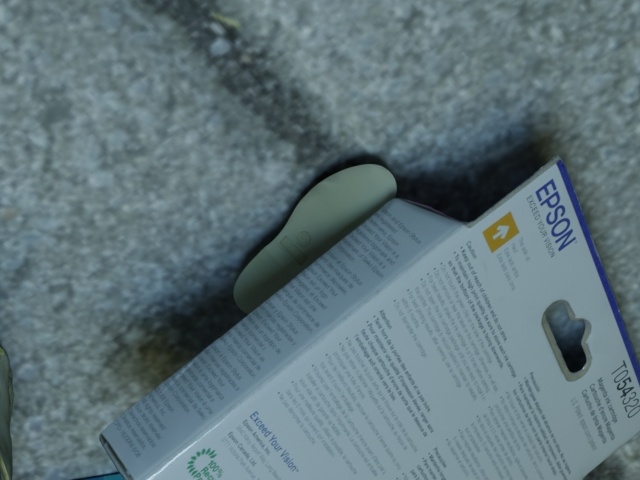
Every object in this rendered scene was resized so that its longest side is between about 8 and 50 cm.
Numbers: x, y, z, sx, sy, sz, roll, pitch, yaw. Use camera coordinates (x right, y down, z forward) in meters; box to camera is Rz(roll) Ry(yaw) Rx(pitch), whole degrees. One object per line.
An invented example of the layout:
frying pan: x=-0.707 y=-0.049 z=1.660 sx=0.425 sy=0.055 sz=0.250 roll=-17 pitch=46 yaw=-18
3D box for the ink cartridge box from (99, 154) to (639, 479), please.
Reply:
ink cartridge box: x=0.060 y=0.126 z=0.989 sx=0.330 sy=0.071 sz=0.324 roll=-38 pitch=137 yaw=-8

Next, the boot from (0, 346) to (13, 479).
boot: x=-0.234 y=0.114 z=0.904 sx=0.077 sy=0.165 sz=0.213 roll=-4 pitch=134 yaw=-6

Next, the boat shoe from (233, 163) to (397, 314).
boat shoe: x=0.000 y=0.000 z=0.944 sx=0.137 sy=0.049 sz=0.043 roll=-44 pitch=164 yaw=16

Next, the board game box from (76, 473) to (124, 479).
board game box: x=-0.200 y=0.303 z=1.115 sx=0.336 sy=0.079 sz=0.253 roll=-9 pitch=129 yaw=-5
